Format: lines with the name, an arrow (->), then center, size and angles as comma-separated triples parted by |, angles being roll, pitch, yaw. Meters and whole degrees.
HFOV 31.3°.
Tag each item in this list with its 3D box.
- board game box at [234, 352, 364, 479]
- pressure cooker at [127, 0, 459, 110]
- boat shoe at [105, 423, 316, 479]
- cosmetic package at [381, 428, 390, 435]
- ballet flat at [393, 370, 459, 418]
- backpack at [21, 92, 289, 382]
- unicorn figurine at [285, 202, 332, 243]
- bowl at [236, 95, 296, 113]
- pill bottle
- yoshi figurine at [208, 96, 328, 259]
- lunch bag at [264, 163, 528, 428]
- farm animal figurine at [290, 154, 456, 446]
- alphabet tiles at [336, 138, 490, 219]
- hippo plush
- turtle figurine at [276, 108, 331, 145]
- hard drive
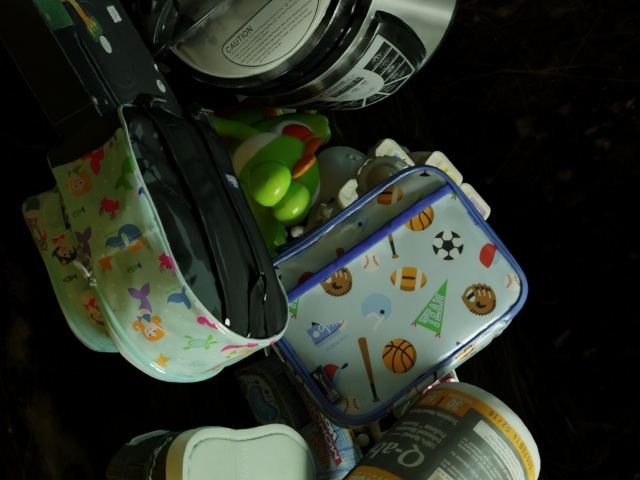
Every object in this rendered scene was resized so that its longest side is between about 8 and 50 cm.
board game box -> -0.025, 0.230, 1.387 | 0.194, 0.060, 0.194 | 65, 16, 3
pressure cooker -> -0.048, -0.367, 1.528 | 0.420, 0.375, 0.370 | -8, 112, -59
boat shoe -> -0.095, 0.231, 1.117 | 0.302, 0.091, 0.114 | 39, 49, -59
cosmetic package -> 0.166, 0.394, 1.555 | 0.217, 0.156, 0.385 | 59, 18, -8
ballet flat -> 0.169, 0.260, 1.816 | 0.139, 0.139, 0.400 | -91, 160, -56
backpack -> -0.149, 0.013, 1.104 | 0.253, 0.191, 0.225 | 60, 18, 12
unicorn figurine -> 0.000, 0.000, 1.603 | 0.162, 0.111, 0.060 | 22, 35, -6
bowl -> -0.086, -0.237, 1.922 | 0.142, 0.053, 0.142 | 55, 19, -31
pill bottle -> 0.101, 0.293, 1.227 | 0.278, 0.162, 0.162 | -40, 107, -34
yoshi figurine -> -0.100, -0.073, 1.515 | 0.362, 0.203, 0.203 | -109, -150, -73
lunch bag -> 0.069, 0.065, 1.350 | 0.243, 0.303, 0.115 | 55, -8, 10
farm animal figurine -> 0.080, 0.088, 1.557 | 0.327, 0.330, 0.172 | 42, 3, -22
alphabet tiles -> 0.156, -0.014, 1.741 | 0.278, 0.021, 0.284 | 49, 50, -9
hippo plush -> 0.052, -0.032, 1.841 | 0.236, 0.234, 0.294 | 7, 80, -42
turtle figurine -> -0.034, -0.179, 1.841 | 0.217, 0.087, 0.269 | -21, 128, -64
hard drive -> -0.293, -0.254, 1.294 | 0.339, 0.064, 0.237 | 61, 16, -12
